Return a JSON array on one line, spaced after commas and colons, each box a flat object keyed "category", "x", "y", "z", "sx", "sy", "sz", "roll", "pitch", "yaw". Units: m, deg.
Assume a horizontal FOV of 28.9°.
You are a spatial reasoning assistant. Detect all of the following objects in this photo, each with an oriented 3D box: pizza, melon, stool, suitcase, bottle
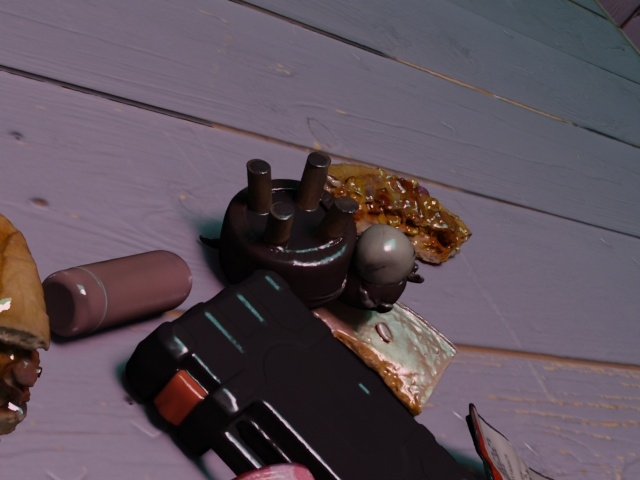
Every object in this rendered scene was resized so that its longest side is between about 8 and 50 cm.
[{"category": "pizza", "x": 0.085, "y": -0.039, "z": 1.417, "sx": 0.246, "sy": 0.058, "sz": 0.127, "roll": 24, "pitch": 33, "yaw": -27}, {"category": "melon", "x": 0.044, "y": 0.084, "z": 1.215, "sx": 0.182, "sy": 0.054, "sz": 0.098, "roll": 42, "pitch": 42, "yaw": 0}, {"category": "stool", "x": 0.000, "y": 0.000, "z": 1.149, "sx": 0.217, "sy": 0.121, "sz": 0.125, "roll": 16, "pitch": 39, "yaw": -5}, {"category": "suitcase", "x": -0.005, "y": 0.158, "z": 1.005, "sx": 0.285, "sy": 0.066, "sz": 0.206, "roll": 46, "pitch": 28, "yaw": 8}, {"category": "bottle", "x": -0.161, "y": 0.040, "z": 0.986, "sx": 0.053, "sy": 0.053, "sz": 0.140, "roll": 50, "pitch": 28, "yaw": 15}]

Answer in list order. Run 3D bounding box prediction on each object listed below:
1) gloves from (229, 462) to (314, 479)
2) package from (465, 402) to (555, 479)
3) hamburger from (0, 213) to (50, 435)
[{"category": "gloves", "x": -0.002, "y": 0.267, "z": 0.800, "sx": 0.145, "sy": 0.126, "sz": 0.241, "roll": 16, "pitch": 30, "yaw": -45}, {"category": "package", "x": 0.207, "y": 0.259, "z": 1.143, "sx": 0.232, "sy": 0.040, "sz": 0.166, "roll": 39, "pitch": 24, "yaw": -38}, {"category": "hamburger", "x": -0.297, "y": 0.014, "z": 0.737, "sx": 0.282, "sy": 0.155, "sz": 0.245, "roll": 45, "pitch": 25, "yaw": 10}]
